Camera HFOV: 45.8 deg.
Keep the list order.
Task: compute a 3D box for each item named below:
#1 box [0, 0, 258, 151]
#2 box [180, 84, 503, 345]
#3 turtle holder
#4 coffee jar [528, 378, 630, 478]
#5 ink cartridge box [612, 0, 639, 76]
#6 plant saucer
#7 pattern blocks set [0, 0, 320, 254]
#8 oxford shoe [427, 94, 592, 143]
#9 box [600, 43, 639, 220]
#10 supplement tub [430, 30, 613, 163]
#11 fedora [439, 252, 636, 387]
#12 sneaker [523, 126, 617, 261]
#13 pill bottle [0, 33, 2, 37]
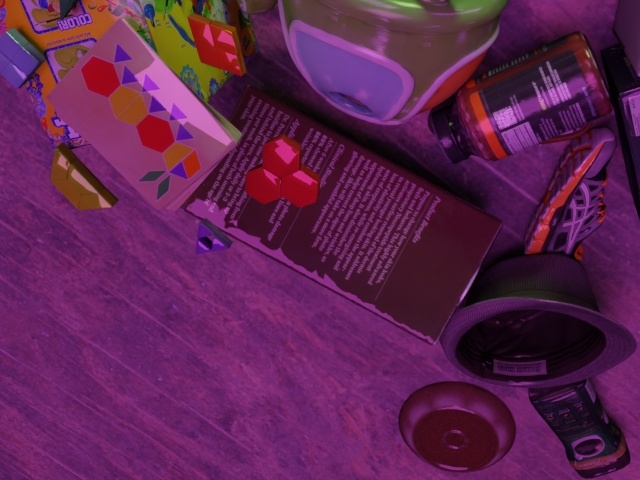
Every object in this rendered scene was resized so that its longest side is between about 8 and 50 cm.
[{"bbox_3d":[-0.228,-0.298,0.896,0.177,0.290,0.279,-9,116,18],"label":"box"},{"bbox_3d":[0.029,-0.036,1.035,0.381,0.143,0.191,29,93,-1],"label":"box"},{"bbox_3d":[0.044,-0.267,0.879,0.320,0.243,0.227,6,138,-4],"label":"turtle holder"},{"bbox_3d":[0.409,0.287,1.190,0.096,0.079,0.184,-27,109,23],"label":"coffee jar"},{"bbox_3d":[0.482,-0.241,0.802,0.289,0.211,0.121,8,119,8],"label":"ink cartridge box"},{"bbox_3d":[0.229,0.328,1.283,0.199,0.036,0.198,6,120,11],"label":"plant saucer"},{"bbox_3d":[-0.182,-0.124,0.798,0.285,0.026,0.325,-26,111,26],"label":"pattern blocks set"},{"bbox_3d":[0.247,-0.150,0.995,0.212,0.076,0.076,6,83,26],"label":"oxford shoe"},{"bbox_3d":[0.397,-0.106,0.912,0.059,0.183,0.232,-13,115,21],"label":"box"},{"bbox_3d":[0.234,-0.161,0.902,0.198,0.106,0.106,-22,111,21],"label":"supplement tub"},{"bbox_3d":[0.296,0.103,1.063,0.244,0.124,0.275,19,146,-11],"label":"fedora"},{"bbox_3d":[0.348,-0.056,1.016,0.083,0.084,0.215,19,132,4],"label":"sneaker"},{"bbox_3d":[-0.487,-0.342,1.037,0.117,0.117,0.215,7,120,10],"label":"pill bottle"}]
